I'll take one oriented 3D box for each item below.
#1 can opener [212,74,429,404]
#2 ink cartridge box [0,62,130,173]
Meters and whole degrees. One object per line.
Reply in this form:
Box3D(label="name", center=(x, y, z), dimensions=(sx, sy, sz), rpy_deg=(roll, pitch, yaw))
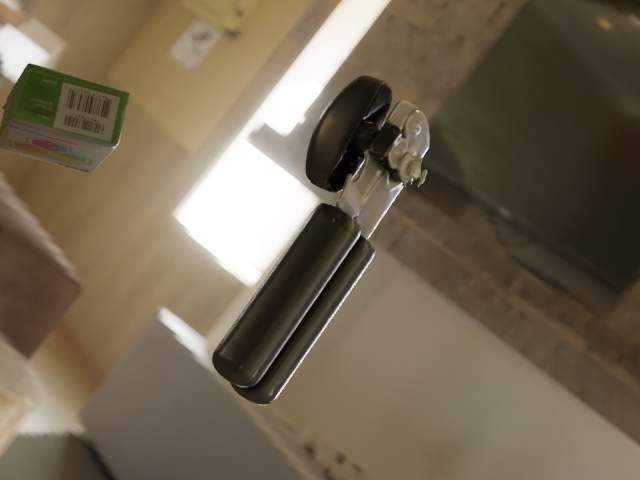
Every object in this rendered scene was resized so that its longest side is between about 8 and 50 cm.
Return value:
Box3D(label="can opener", center=(0.000, 0.000, 1.318), dimensions=(0.093, 0.280, 0.074), rpy_deg=(21, -17, 32))
Box3D(label="ink cartridge box", center=(-0.277, -0.120, 1.716), dimensions=(0.109, 0.062, 0.209), rpy_deg=(15, -12, -16))
